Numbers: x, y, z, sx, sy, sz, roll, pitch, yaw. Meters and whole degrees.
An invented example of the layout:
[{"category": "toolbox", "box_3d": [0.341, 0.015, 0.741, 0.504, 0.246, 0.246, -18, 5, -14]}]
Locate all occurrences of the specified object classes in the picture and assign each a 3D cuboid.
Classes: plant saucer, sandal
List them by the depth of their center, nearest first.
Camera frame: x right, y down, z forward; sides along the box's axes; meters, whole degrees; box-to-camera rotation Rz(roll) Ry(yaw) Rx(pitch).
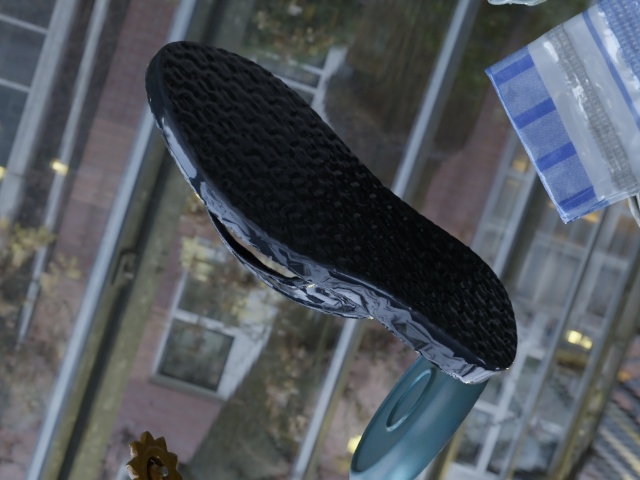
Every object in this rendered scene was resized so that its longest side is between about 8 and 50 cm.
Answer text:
[{"category": "sandal", "box_3d": [0.001, 0.003, 1.122, 0.446, 0.107, 0.167, 39, -141, -28]}, {"category": "plant saucer", "box_3d": [0.132, 0.222, 1.703, 0.043, 0.317, 0.317, 37, -174, -5]}]

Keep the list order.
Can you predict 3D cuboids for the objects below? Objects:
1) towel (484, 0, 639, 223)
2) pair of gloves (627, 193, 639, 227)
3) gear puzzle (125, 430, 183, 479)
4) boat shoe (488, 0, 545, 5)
[{"category": "towel", "box_3d": [0.336, -0.160, 1.372, 0.285, 0.209, 0.034, -27, 177, 32]}, {"category": "pair of gloves", "box_3d": [0.552, -0.084, 1.848, 0.240, 0.204, 0.042, -6, 179, -21]}, {"category": "gear puzzle", "box_3d": [-0.159, 0.358, 1.267, 0.044, 0.339, 0.175, -18, 164, 25]}, {"category": "boat shoe", "box_3d": [0.134, -0.198, 0.816, 0.109, 0.094, 0.302, 9, -160, 44]}]
